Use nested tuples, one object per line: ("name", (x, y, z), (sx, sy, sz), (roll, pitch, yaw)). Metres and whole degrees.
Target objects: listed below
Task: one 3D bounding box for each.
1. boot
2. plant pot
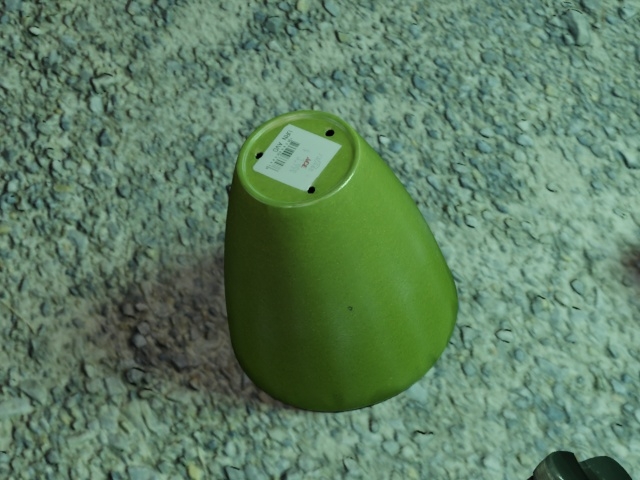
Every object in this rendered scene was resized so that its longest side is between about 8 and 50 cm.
("boot", (0.213, 0.318, 1.878), (0.229, 0.263, 0.091), (-45, 50, 18))
("plant pot", (0.000, 0.000, 2.072), (0.275, 0.293, 0.275), (-7, 52, 8))
